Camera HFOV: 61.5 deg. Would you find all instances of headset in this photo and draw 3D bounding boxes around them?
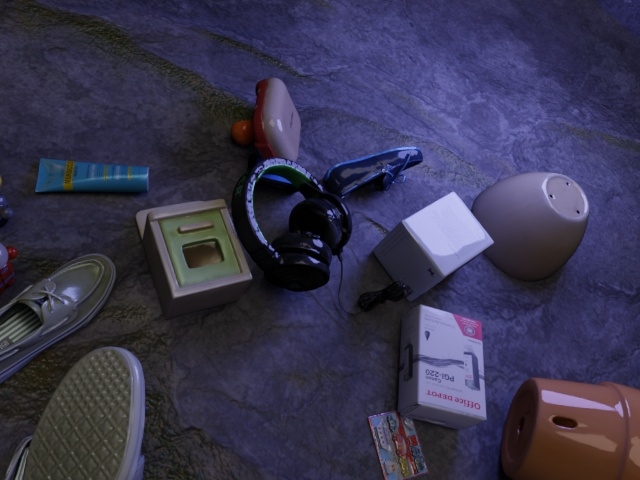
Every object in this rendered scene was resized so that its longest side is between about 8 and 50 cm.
[{"bbox_3d":[0.000,0.000,1.087,0.394,0.185,0.243,49,44,-20],"label":"headset"}]

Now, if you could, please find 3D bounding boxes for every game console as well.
[{"bbox_3d":[-0.101,-0.155,1.216,0.122,0.107,0.071,11,89,-16],"label":"game console"}]

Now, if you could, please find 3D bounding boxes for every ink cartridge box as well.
[{"bbox_3d":[0.251,0.262,1.120,0.158,0.092,0.218,17,57,-13],"label":"ink cartridge box"}]

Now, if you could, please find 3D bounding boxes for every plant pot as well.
[{"bbox_3d":[0.488,0.399,1.058,0.203,0.291,0.291,18,57,8],"label":"plant pot"},{"bbox_3d":[0.557,-0.063,1.361,0.284,0.191,0.284,10,60,-18],"label":"plant pot"}]

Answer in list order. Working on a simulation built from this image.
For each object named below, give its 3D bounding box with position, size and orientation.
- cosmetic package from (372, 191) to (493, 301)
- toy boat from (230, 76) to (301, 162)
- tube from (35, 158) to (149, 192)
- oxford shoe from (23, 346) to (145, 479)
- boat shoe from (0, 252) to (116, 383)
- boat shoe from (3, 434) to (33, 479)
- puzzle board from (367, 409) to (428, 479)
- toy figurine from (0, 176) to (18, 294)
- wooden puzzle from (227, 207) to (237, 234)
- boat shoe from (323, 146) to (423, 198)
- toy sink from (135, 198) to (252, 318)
[{"bbox_3d":[0.252,0.014,1.219,0.183,0.151,0.151,-27,76,-32],"label":"cosmetic package"},{"bbox_3d":[-0.134,-0.261,1.228,0.151,0.151,0.231,-11,47,15],"label":"toy boat"},{"bbox_3d":[-0.451,-0.126,1.075,0.207,0.052,0.080,1,54,-15],"label":"tube"},{"bbox_3d":[-0.325,0.382,0.770,0.169,0.130,0.450,-2,76,17],"label":"oxford shoe"},{"bbox_3d":[-0.466,0.126,0.904,0.109,0.094,0.302,40,57,1],"label":"boat shoe"},{"bbox_3d":[-0.445,0.398,0.780,0.083,0.076,0.226,6,62,-19],"label":"boat shoe"},{"bbox_3d":[0.154,0.402,1.060,0.096,0.011,0.128,-5,65,-24],"label":"puzzle board"},{"bbox_3d":[-0.618,-0.008,0.880,0.213,0.148,0.210,-4,66,-23],"label":"toy figurine"},{"bbox_3d":[-0.198,-0.042,1.153,0.049,0.006,0.083,-26,76,-31],"label":"wooden puzzle"},{"bbox_3d":[0.135,-0.155,1.307,0.258,0.109,0.089,-18,78,-12],"label":"boat shoe"},{"bbox_3d":[-0.249,0.007,1.032,0.152,0.131,0.234,-12,69,-27],"label":"toy sink"}]
